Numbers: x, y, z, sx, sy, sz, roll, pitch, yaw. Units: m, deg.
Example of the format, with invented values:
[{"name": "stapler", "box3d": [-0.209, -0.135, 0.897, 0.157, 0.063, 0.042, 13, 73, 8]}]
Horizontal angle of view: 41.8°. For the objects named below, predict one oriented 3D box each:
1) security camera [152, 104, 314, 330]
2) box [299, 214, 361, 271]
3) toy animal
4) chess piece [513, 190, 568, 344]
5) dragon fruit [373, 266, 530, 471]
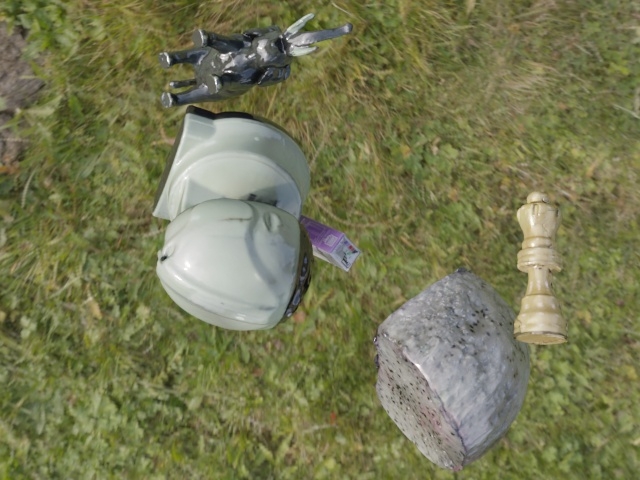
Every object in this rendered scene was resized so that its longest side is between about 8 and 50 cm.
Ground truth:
[{"name": "security camera", "box3d": [-0.102, -0.013, 1.024, 0.191, 0.277, 0.197, 16, 127, -18]}, {"name": "box", "box3d": [0.000, 0.000, 1.161, 0.036, 0.117, 0.050, -52, 131, -10]}, {"name": "toy animal", "box3d": [-0.101, -0.231, 1.062, 0.270, 0.137, 0.082, -9, 98, 42]}, {"name": "chess piece", "box3d": [0.243, 0.027, 0.927, 0.060, 0.060, 0.171, 7, 71, -6]}, {"name": "dragon fruit", "box3d": [0.214, 0.194, 1.237, 0.221, 0.204, 0.283, -37, 152, -21]}]
